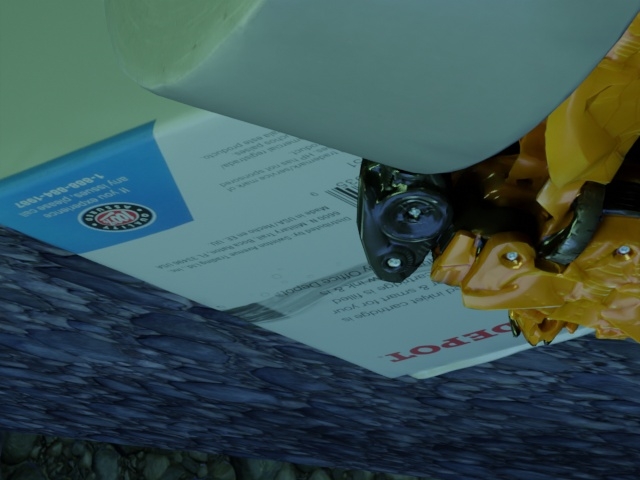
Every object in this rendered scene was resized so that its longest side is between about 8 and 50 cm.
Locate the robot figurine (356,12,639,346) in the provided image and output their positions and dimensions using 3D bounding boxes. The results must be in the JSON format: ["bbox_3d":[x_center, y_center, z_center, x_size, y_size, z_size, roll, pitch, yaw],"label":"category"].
[{"bbox_3d":[0.133,-0.067,0.654,0.211,0.085,0.291,15,137,-16],"label":"robot figurine"}]

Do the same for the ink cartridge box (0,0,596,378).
[{"bbox_3d":[0.025,-0.052,0.886,0.223,0.129,0.307,-18,152,35],"label":"ink cartridge box"}]

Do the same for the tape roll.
[{"bbox_3d":[0.022,-0.129,0.445,0.072,0.219,0.219,15,166,-22],"label":"tape roll"}]
